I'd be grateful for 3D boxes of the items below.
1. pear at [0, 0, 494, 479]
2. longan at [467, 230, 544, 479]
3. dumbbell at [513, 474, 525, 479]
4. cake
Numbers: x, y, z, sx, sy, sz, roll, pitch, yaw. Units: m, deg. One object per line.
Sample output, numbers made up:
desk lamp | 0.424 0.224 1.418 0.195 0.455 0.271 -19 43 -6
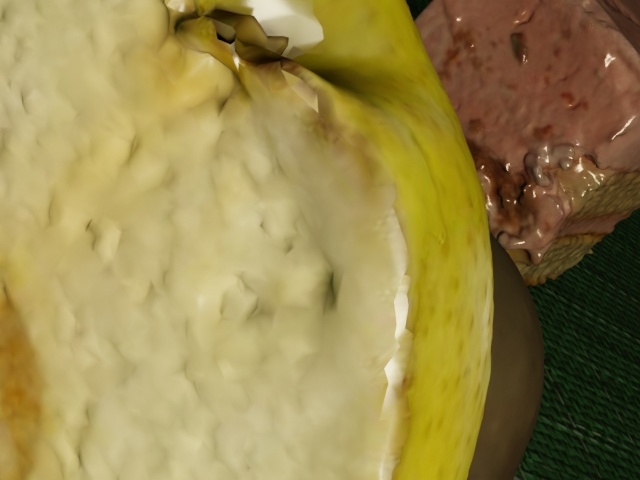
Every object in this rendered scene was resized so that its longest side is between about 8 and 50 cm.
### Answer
pear | -0.094 0.040 0.496 0.340 0.386 0.191 58 30 11
longan | -0.022 0.089 0.721 0.297 0.297 0.297 39 24 -22
dumbbell | 0.095 0.200 0.999 0.254 0.081 0.081 20 36 -47
cake | 0.259 -0.154 1.571 0.314 0.307 0.293 56 25 18
